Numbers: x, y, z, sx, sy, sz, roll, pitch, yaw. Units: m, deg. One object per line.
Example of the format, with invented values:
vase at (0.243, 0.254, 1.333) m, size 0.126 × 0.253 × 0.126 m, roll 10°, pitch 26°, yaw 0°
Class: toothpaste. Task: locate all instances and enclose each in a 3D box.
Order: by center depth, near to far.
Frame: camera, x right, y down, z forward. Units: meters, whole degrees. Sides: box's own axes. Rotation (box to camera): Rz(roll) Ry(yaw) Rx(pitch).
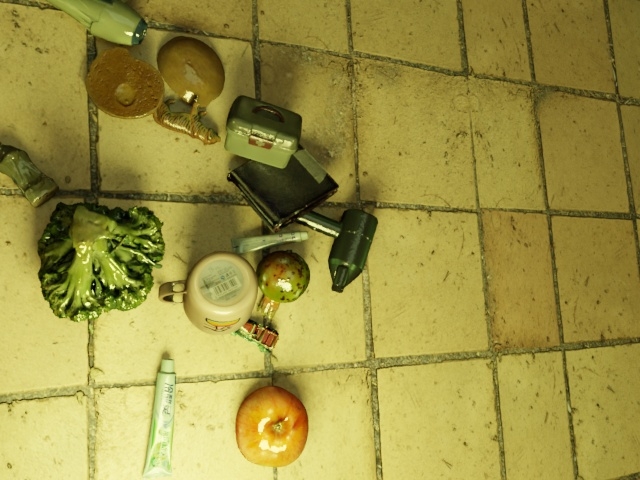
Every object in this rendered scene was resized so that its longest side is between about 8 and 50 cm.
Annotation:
toothpaste at (-0.404, 0.454, 1.534) m, size 0.075 × 0.048 × 0.296 m, roll 7°, pitch 82°, yaw -27°
toothpaste at (-0.143, 0.001, 1.709) m, size 0.218 × 0.033 × 0.052 m, roll -10°, pitch 86°, yaw -6°

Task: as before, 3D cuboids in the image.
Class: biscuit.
biscuit at (-0.519, -0.408, 1.598) m, size 0.208 × 0.049 × 0.181 m, roll 29°, pitch 79°, yaw -3°

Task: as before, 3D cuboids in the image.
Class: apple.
apple at (-0.128, 0.495, 1.589) m, size 0.210 × 0.164 × 0.209 m, roll 5°, pitch 78°, yaw -23°

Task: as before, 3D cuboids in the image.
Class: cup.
cup at (-0.286, 0.130, 1.539) m, size 0.253 × 0.200 × 0.191 m, roll 3°, pitch 71°, yaw -12°

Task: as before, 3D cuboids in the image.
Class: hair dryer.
hair dryer at (-0.612, -0.670, 1.608) m, size 0.296 × 0.119 × 0.298 m, roll 6°, pitch 63°, yaw -21°
hair dryer at (0.000, 0.000, 1.781) m, size 0.303 × 0.116 × 0.244 m, roll 23°, pitch 72°, yaw -9°

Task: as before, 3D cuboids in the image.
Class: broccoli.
broccoli at (-0.518, 0.032, 1.420) m, size 0.304 × 0.283 × 0.321 m, roll -8°, pitch 66°, yaw -16°

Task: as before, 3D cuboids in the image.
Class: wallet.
wallet at (-0.106, -0.164, 1.741) m, size 0.262 × 0.071 × 0.221 m, roll -35°, pitch 74°, yaw -29°

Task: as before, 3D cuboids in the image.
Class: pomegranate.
pomegranate at (-0.113, 0.121, 1.674) m, size 0.159 × 0.159 × 0.205 m, roll 21°, pitch 101°, yaw -21°

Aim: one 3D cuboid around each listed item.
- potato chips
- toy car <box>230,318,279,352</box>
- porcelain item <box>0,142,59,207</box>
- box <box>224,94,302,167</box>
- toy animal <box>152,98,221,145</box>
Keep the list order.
potato chips at (-0.360, -0.487, 1.702) m, size 0.195 × 0.062 × 0.208 m, roll 3°, pitch 78°, yaw -27°
toy car at (-0.185, 0.254, 1.664) m, size 0.143 × 0.054 × 0.073 m, roll 33°, pitch 71°, yaw -17°
porcelain item at (-0.745, -0.186, 1.470) m, size 0.081 × 0.069 × 0.215 m, roll -44°, pitch 96°, yaw -20°
box at (-0.163, -0.306, 1.696) m, size 0.210 × 0.129 × 0.148 m, roll 16°, pitch 51°, yaw -10°
toy animal at (-0.385, -0.342, 1.667) m, size 0.241 × 0.057 × 0.099 m, roll 17°, pitch 75°, yaw -23°
